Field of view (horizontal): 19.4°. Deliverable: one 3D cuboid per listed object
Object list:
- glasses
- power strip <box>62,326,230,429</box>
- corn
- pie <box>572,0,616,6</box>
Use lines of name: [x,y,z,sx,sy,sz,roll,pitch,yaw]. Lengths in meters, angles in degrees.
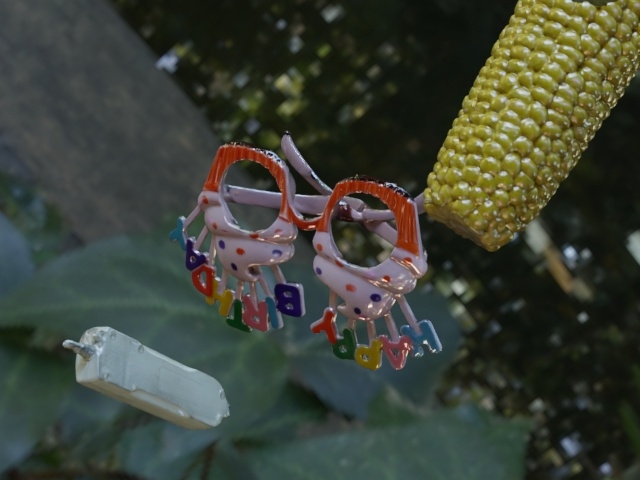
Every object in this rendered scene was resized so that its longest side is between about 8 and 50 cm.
glasses: [-0.004,0.007,1.490,0.255,0.162,0.095,18,19,28]
power strip: [-0.143,0.115,1.542,0.191,0.030,0.047,30,56,-45]
corn: [0.153,-0.114,1.173,0.091,0.260,0.091,31,-9,20]
pie: [0.190,-0.178,0.781,0.054,0.240,0.240,52,26,8]
